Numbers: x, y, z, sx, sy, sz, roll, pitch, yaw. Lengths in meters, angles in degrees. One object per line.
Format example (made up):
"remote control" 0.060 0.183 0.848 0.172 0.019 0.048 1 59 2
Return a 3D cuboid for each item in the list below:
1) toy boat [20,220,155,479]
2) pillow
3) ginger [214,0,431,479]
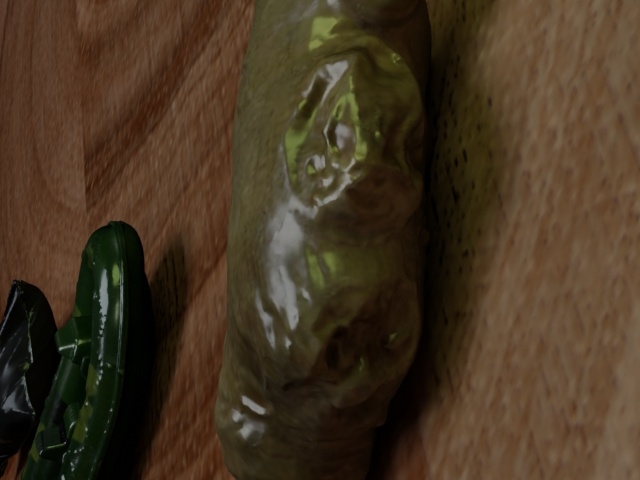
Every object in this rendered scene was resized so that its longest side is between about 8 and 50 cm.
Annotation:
"toy boat" -0.124 0.088 0.937 0.104 0.052 0.210 -114 39 -62
"pillow" -0.194 0.089 1.135 0.150 0.048 0.090 130 154 -60
"ginger" 0.001 -0.003 0.619 0.137 0.074 0.213 108 172 -72
